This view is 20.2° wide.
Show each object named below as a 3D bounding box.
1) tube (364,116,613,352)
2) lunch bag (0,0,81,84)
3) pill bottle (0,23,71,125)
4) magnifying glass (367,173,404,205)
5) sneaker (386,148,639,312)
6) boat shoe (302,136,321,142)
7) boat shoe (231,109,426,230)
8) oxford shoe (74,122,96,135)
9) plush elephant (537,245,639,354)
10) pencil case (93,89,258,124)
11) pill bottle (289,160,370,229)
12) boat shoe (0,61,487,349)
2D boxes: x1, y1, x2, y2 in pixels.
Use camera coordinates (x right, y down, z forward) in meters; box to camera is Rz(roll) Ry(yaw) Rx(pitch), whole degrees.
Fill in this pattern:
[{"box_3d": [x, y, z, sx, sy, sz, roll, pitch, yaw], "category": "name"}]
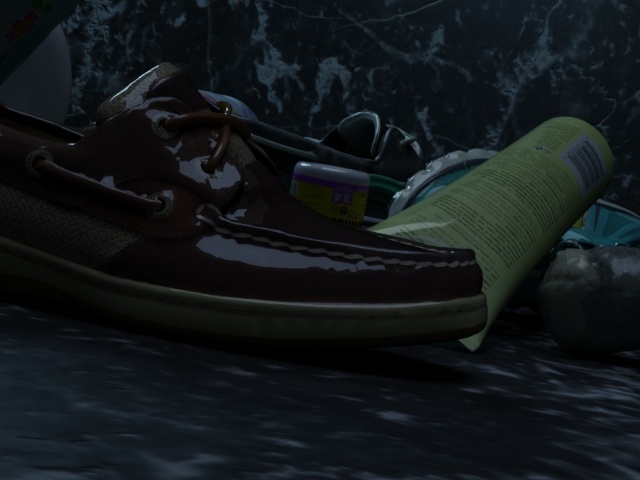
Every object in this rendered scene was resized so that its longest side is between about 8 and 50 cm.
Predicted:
[{"box_3d": [0.102, -0.011, 1.056, 0.070, 0.062, 0.240, 1, 21, 30], "category": "tube"}, {"box_3d": [-0.295, -0.107, 0.985, 0.160, 0.262, 0.223, 53, 22, 16], "category": "lunch bag"}, {"box_3d": [-0.322, -0.127, 1.308, 0.181, 0.181, 0.323, 7, 5, -33], "category": "pill bottle"}, {"box_3d": [0.003, 0.000, 1.180, 0.231, 0.026, 0.092, -8, 58, -45], "category": "magnifying glass"}, {"box_3d": [0.155, 0.008, 1.190, 0.275, 0.107, 0.110, 6, 15, -37], "category": "sneaker"}, {"box_3d": [0.033, -0.032, 1.674, 0.226, 0.083, 0.076, 29, 4, 42], "category": "boat shoe"}, {"box_3d": [0.035, -0.042, 1.411, 0.335, 0.119, 0.121, 7, 5, -35], "category": "boat shoe"}, {"box_3d": [-0.152, -0.066, 1.491, 0.227, 0.083, 0.096, 12, -3, 44], "category": "oxford shoe"}, {"box_3d": [0.276, -0.080, 0.963, 0.330, 0.255, 0.272, 15, 47, 40], "category": "plush elephant"}, {"box_3d": [-0.142, -0.101, 1.864, 0.124, 0.113, 0.273, -9, 0, 12], "category": "pencil case"}, {"box_3d": [0.000, 0.000, 0.995, 0.043, 0.083, 0.043, 10, 4, -1], "category": "pill bottle"}, {"box_3d": [-0.082, -0.025, 0.872, 0.342, 0.123, 0.123, 10, 4, 12], "category": "boat shoe"}]
